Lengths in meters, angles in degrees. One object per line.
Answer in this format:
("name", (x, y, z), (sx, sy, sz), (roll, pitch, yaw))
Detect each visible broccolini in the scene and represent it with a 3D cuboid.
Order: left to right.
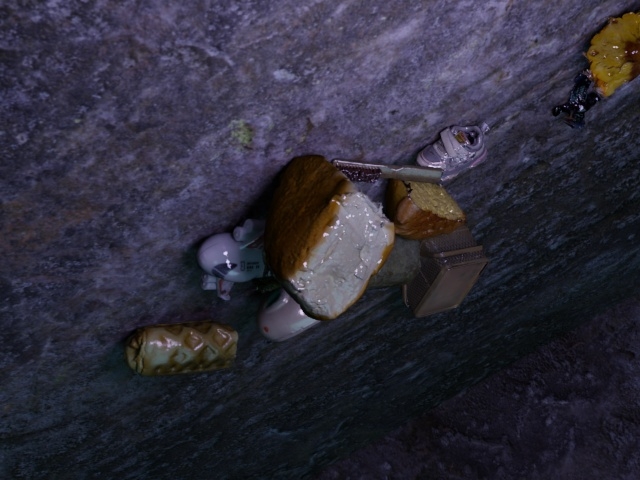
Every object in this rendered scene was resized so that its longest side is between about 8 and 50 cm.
("broccolini", (-0.064, 0.090, 1.827), (0.239, 0.051, 0.054), (-8, -169, 35))

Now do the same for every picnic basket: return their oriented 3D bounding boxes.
("picnic basket", (0.328, 0.081, 2.141), (0.165, 0.139, 0.267), (-11, 147, -26))

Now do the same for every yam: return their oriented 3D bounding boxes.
("yam", (0.097, 0.040, 1.875), (0.304, 0.168, 0.168), (-4, 144, -37))

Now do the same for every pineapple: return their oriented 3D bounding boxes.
("pineapple", (0.629, -0.410, 1.617), (0.233, 0.135, 0.079), (-37, 141, 0))

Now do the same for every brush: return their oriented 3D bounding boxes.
("brush", (0.143, -0.141, 1.667), (0.248, 0.036, 0.043), (4, 145, -13))

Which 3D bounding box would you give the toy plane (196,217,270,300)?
("toy plane", (-0.160, 0.043, 1.716), (0.252, 0.118, 0.252), (-18, 147, -12))

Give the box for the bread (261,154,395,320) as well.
("bread", (0.000, 0.000, 1.563), (0.225, 0.250, 0.279), (33, 95, -38))

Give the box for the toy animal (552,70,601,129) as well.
("toy animal", (0.602, -0.316, 1.823), (0.108, 0.062, 0.220), (-42, 151, -9))

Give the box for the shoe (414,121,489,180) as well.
("shoe", (0.296, -0.201, 1.716), (0.180, 0.089, 0.092), (-20, 151, -17))

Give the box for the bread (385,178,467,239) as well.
("bread", (0.225, -0.069, 1.835), (0.134, 0.129, 0.260), (-40, 146, 25))

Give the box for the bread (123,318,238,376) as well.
("bread", (-0.348, 0.263, 1.905), (0.267, 0.130, 0.152), (-1, 147, -36))

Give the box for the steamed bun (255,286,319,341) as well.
("steamed bun", (-0.062, 0.151, 1.929), (0.228, 0.131, 0.177), (-30, -171, -9))
